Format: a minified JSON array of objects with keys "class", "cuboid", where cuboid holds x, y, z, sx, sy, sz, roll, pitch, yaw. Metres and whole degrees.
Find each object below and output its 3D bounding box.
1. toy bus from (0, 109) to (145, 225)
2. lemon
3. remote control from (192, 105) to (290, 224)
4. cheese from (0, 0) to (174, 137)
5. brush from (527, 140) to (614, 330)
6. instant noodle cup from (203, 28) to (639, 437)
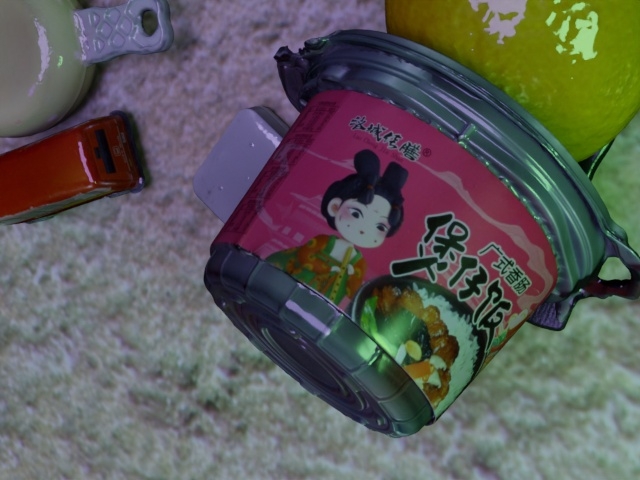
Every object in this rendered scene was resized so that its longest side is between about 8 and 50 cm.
[{"class":"toy bus","cuboid":[-0.254,-0.062,0.956,0.174,0.077,0.079,-15,93,29]},{"class":"lemon","cuboid":[0.136,-0.151,0.678,0.187,0.187,0.244,0,110,27]},{"class":"remote control","cuboid":[0.000,0.000,0.863,0.250,0.034,0.103,44,116,13]},{"class":"cheese","cuboid":[-0.246,-0.162,0.936,0.249,0.071,0.163,17,108,22]},{"class":"brush","cuboid":[0.190,-0.024,0.771,0.063,0.016,0.193,26,112,22]},{"class":"instant noodle cup","cuboid":[0.040,0.013,0.685,0.302,0.258,0.181,29,72,32]}]
